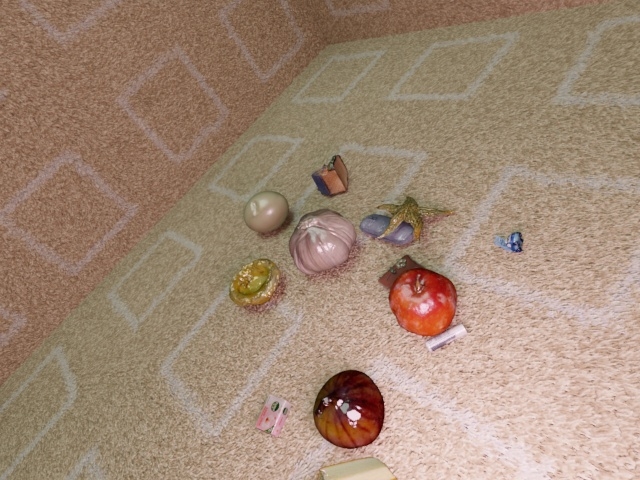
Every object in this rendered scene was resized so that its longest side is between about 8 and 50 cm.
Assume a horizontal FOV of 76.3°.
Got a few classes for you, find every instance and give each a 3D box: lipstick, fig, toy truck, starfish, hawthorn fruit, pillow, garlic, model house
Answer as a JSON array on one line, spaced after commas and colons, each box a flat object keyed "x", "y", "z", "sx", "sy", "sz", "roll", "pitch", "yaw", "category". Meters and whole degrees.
[{"x": 0.418, "y": 0.325, "z": 1.358, "sx": 0.141, "sy": 0.040, "sz": 0.040, "roll": -30, "pitch": 40, "yaw": 8, "category": "lipstick"}, {"x": 0.090, "y": 0.530, "z": 1.286, "sx": 0.234, "sy": 0.215, "sz": 0.235, "roll": -6, "pitch": 32, "yaw": 4, "category": "fig"}, {"x": 0.669, "y": 0.007, "z": 1.450, "sx": 0.090, "sy": 0.073, "sz": 0.056, "roll": 1, "pitch": 53, "yaw": 36, "category": "toy truck"}, {"x": 0.355, "y": -0.111, "z": 1.734, "sx": 0.357, "sy": 0.078, "sz": 0.347, "roll": 18, "pitch": 47, "yaw": 40, "category": "starfish"}, {"x": 0.337, "y": 0.187, "z": 1.366, "sx": 0.241, "sy": 0.272, "sz": 0.242, "roll": -8, "pitch": 59, "yaw": 13, "category": "hawthorn fruit"}, {"x": 0.329, "y": 0.142, "z": 1.573, "sx": 0.171, "sy": 0.075, "sz": 0.179, "roll": -44, "pitch": 41, "yaw": -5, "category": "pillow"}, {"x": 0.000, "y": 0.000, "z": 1.818, "sx": 0.317, "sy": 0.259, "sz": 0.317, "roll": -22, "pitch": 37, "yaw": 18, "category": "garlic"}, {"x": 0.044, "y": -0.348, "z": 2.205, "sx": 0.172, "sy": 0.166, "sz": 0.183, "roll": -20, "pitch": 31, "yaw": 25, "category": "model house"}]

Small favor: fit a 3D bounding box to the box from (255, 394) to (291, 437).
[{"x": -0.173, "y": 0.640, "z": 1.493, "sx": 0.089, "sy": 0.043, "sz": 0.125, "roll": 1, "pitch": 53, "yaw": 37, "category": "box"}]

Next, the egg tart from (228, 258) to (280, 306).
[{"x": -0.302, "y": 0.212, "z": 1.949, "sx": 0.288, "sy": 0.118, "sz": 0.288, "roll": -21, "pitch": 40, "yaw": 19, "category": "egg tart"}]

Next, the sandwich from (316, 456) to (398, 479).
[{"x": 0.086, "y": 0.700, "z": 1.117, "sx": 0.227, "sy": 0.198, "sz": 0.155, "roll": -43, "pitch": 39, "yaw": -6, "category": "sandwich"}]

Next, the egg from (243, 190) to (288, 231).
[{"x": -0.299, "y": -0.157, "z": 2.224, "sx": 0.269, "sy": 0.219, "sz": 0.219, "roll": -29, "pitch": 40, "yaw": 13, "category": "egg"}]

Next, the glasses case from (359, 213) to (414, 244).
[{"x": 0.291, "y": -0.051, "z": 1.794, "sx": 0.109, "sy": 0.067, "sz": 0.282, "roll": -45, "pitch": 38, "yaw": -20, "category": "glasses case"}]
